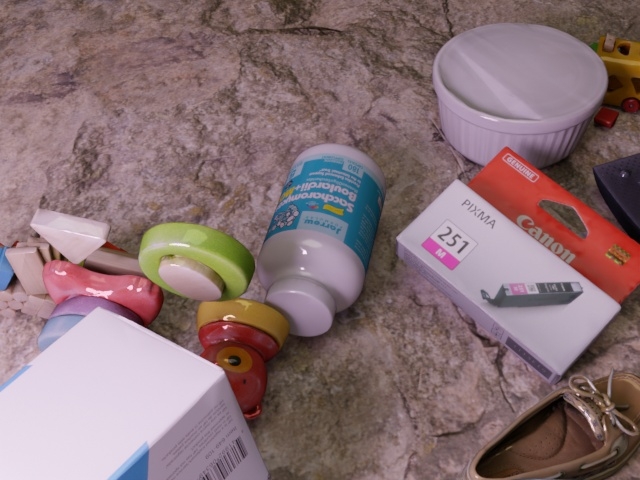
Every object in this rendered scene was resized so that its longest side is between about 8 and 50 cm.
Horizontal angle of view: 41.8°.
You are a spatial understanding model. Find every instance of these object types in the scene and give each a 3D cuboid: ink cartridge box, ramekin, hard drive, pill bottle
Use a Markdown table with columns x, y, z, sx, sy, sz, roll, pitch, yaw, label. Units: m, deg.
| x | y | z | sx | sy | sz | roll | pitch | yaw | label |
| --- | --- | --- | --- | --- | --- | --- | --- | --- | --- |
| -0.182 | 0.248 | 0.815 | 0.197 | 0.270 | 0.198 | 19 | 49 | 38 | ink cartridge box |
| 0.279 | 0.013 | 1.113 | 0.275 | 0.060 | 0.239 | 41 | 74 | 19 | ink cartridge box |
| 0.314 | -0.227 | 1.357 | 0.273 | 0.127 | 0.273 | -1 | 47 | 1 | ramekin |
| 0.527 | -0.033 | 1.216 | 0.172 | 0.054 | 0.255 | -16 | 49 | -12 | hard drive |
| 0.000 | 0.000 | 1.145 | 0.146 | 0.146 | 0.264 | 8 | 48 | 9 | pill bottle |
| 0.375 | 0.021 | 1.176 | 0.028 | 0.048 | 0.083 | -11 | 48 | -8 | ink cartridge box |

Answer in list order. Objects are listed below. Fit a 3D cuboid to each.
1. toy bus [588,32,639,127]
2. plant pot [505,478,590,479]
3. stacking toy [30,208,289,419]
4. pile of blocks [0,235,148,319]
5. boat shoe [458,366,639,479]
| x | y | z | sx | sy | sz | roll | pitch | yaw | label |
| --- | --- | --- | --- | --- | --- | --- | --- | --- | --- |
| 0.490 | -0.298 | 1.430 | 0.202 | 0.104 | 0.191 | -21 | 49 | -17 | toy bus |
| 0.241 | 0.338 | 0.750 | 0.247 | 0.252 | 0.248 | 0 | 47 | 4 | plant pot |
| -0.204 | 0.100 | 0.984 | 0.309 | 0.279 | 0.130 | 7 | 59 | 7 | stacking toy |
| -0.403 | 0.026 | 1.136 | 0.362 | 0.149 | 0.112 | -3 | 47 | 0 | pile of blocks |
| 0.282 | 0.228 | 0.960 | 0.285 | 0.089 | 0.104 | -28 | 52 | -23 | boat shoe |
